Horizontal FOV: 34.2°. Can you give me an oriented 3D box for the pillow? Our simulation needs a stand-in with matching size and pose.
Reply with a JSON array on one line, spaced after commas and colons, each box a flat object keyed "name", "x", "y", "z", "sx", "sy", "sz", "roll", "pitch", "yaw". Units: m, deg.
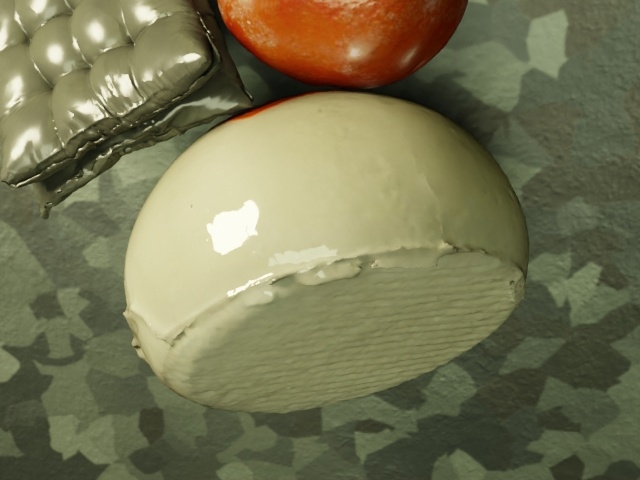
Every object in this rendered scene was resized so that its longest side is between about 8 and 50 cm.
[{"name": "pillow", "x": -0.209, "y": -0.214, "z": 0.924, "sx": 0.228, "sy": 0.101, "sz": 0.326, "roll": -26, "pitch": 68, "yaw": 16}]

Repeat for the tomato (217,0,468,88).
[{"name": "tomato", "x": 0.018, "y": -0.226, "z": 0.899, "sx": 0.232, "sy": 0.232, "sz": 0.188, "roll": 26, "pitch": 115, "yaw": -7}]

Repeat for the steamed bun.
[{"name": "steamed bun", "x": 0.000, "y": 0.000, "z": 0.969, "sx": 0.375, "sy": 0.241, "sz": 0.374, "roll": -11, "pitch": 153, "yaw": -6}]
